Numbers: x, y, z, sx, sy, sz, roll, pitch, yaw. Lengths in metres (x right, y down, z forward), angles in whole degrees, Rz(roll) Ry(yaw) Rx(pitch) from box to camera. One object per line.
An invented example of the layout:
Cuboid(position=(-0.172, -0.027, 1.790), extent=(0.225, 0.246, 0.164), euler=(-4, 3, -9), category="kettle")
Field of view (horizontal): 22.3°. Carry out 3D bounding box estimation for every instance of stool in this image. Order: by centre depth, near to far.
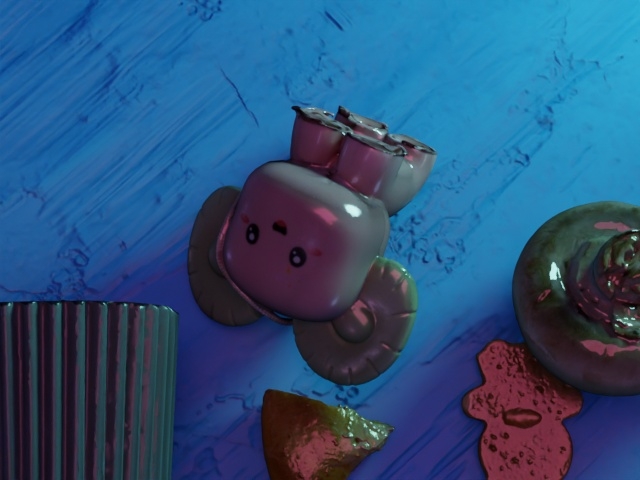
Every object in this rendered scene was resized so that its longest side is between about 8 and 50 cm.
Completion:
Cuboid(position=(-0.289, 0.237, 1.668), extent=(0.297, 0.297, 0.330), euler=(-2, 82, 0), category="stool")

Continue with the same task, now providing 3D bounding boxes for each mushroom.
Cuboid(position=(0.316, 0.056, 1.743), extent=(0.226, 0.178, 0.226), euler=(-4, 64, 8), category="mushroom")

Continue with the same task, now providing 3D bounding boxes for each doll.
Cuboid(position=(0.000, 0.000, 1.782), extent=(0.284, 0.216, 0.268), euler=(28, 105, 22), category="doll")

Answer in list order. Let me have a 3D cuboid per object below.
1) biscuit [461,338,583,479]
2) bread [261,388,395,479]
Cuboid(position=(0.228, 0.196, 1.799), extent=(0.133, 0.027, 0.184), euler=(-14, 80, -5), category="biscuit")
Cuboid(position=(-0.014, 0.214, 1.787), extent=(0.154, 0.054, 0.136), euler=(-41, 78, -10), category="bread")
